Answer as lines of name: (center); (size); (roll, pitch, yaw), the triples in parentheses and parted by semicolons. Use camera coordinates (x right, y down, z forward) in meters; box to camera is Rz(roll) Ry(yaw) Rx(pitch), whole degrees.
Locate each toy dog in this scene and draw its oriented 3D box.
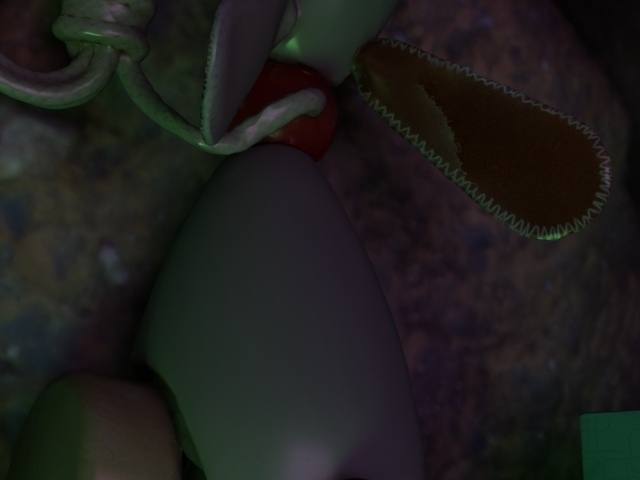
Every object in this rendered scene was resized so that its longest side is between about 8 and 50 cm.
toy dog: (0.000, 0.000, 0.562); (0.220, 0.161, 0.333); (-5, 85, -34)

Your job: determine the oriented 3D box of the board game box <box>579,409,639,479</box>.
board game box: (0.184, 0.153, 0.688); (0.210, 0.047, 0.160); (8, 78, -51)
